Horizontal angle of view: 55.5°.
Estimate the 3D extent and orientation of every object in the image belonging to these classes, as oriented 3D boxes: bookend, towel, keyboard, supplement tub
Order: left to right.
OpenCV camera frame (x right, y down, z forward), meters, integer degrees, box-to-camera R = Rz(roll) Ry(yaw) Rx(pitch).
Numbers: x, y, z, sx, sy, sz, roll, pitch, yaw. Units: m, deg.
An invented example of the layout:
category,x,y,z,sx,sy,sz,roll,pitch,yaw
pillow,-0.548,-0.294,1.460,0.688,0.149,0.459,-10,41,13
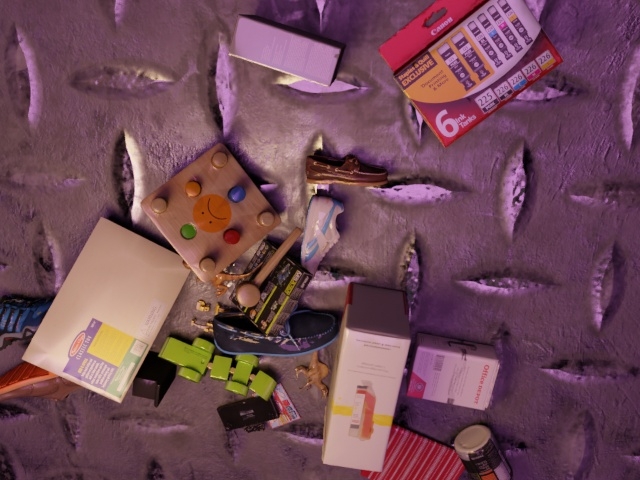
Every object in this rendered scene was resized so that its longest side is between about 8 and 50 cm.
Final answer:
category,x,y,z,sx,sy,sz,roll,pitch,yaw
bookend,-0.499,0.377,1.694,0.156,0.157,0.072,11,109,1
keyboard,-0.206,0.513,1.777,0.180,0.023,0.108,-18,100,17
towel,0.273,0.655,1.783,0.274,0.031,0.199,24,107,-5
supplement tub,0.465,0.626,1.708,0.117,0.117,0.190,-26,105,13

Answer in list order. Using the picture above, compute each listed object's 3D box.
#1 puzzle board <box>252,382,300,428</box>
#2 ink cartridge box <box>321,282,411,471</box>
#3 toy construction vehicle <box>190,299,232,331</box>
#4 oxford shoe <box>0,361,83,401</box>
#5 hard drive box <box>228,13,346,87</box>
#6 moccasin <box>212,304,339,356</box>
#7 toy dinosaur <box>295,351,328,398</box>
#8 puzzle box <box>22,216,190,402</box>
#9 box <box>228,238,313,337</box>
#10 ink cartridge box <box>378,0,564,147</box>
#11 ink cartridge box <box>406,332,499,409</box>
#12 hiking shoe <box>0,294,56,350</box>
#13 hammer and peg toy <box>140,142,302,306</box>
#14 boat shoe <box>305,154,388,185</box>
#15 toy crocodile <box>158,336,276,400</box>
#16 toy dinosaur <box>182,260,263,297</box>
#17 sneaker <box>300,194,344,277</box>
category,x,y,z,sx,sy,sz,roll,pitch,yaw
puzzle board,-0.129,0.484,1.772,0.096,0.011,0.128,-24,104,13
ink cartridge box,0.113,0.344,1.562,0.160,0.279,0.385,9,110,0
toy construction vehicle,-0.304,0.212,1.684,0.098,0.035,0.086,19,109,-1
oxford shoe,-0.803,0.420,1.757,0.363,0.130,0.133,-18,112,11
hard drive box,-0.068,-0.430,1.368,0.232,0.181,0.089,19,111,0
moccasin,-0.125,0.235,1.611,0.342,0.138,0.117,-8,124,4
toy dinosaur,-0.024,0.365,1.711,0.092,0.053,0.183,-12,115,-7
puzzle box,-0.543,0.178,1.579,0.272,0.052,0.409,28,81,-10
box,-0.130,0.120,1.555,0.184,0.045,0.191,35,98,38
ink cartridge box,0.323,-0.414,1.363,0.309,0.130,0.272,-37,101,16
ink cartridge box,0.353,0.351,1.639,0.217,0.092,0.159,11,109,4
hiking shoe,-0.837,0.207,1.691,0.304,0.113,0.132,-24,106,13
hammer and peg toy,-0.229,-0.030,1.507,0.266,0.127,0.361,-41,101,-12
boat shoe,0.064,-0.175,1.498,0.207,0.073,0.073,2,111,4
toy crocodile,-0.285,0.357,1.702,0.340,0.105,0.115,18,68,0
toy dinosaur,-0.258,0.096,1.583,0.211,0.064,0.112,7,146,-2
sneaker,0.000,0.000,1.558,0.092,0.087,0.229,10,112,-3
